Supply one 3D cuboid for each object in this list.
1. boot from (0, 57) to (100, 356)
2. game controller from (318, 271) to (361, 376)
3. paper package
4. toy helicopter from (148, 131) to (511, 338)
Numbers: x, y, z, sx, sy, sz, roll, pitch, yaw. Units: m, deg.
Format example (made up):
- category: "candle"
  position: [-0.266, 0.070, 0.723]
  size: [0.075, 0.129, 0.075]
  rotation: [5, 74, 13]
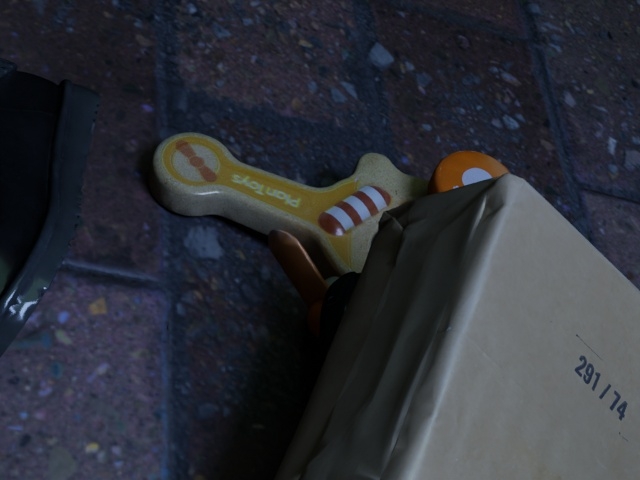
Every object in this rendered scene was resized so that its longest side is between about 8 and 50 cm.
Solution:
- category: "boot"
  position: [-0.331, -0.057, 1.033]
  size: [0.260, 0.131, 0.348]
  rotation: [25, 34, -20]
- category: "game controller"
  position: [0.073, 0.183, 1.074]
  size: [0.166, 0.067, 0.319]
  rotation: [18, 63, -35]
- category: "paper package"
  position: [0.154, 0.170, 0.990]
  size: [0.325, 0.168, 0.309]
  rotation: [41, 53, -23]
- category: "toy helicopter"
  position: [0.000, 0.000, 1.215]
  size: [0.355, 0.140, 0.235]
  rotation: [21, 54, 1]
